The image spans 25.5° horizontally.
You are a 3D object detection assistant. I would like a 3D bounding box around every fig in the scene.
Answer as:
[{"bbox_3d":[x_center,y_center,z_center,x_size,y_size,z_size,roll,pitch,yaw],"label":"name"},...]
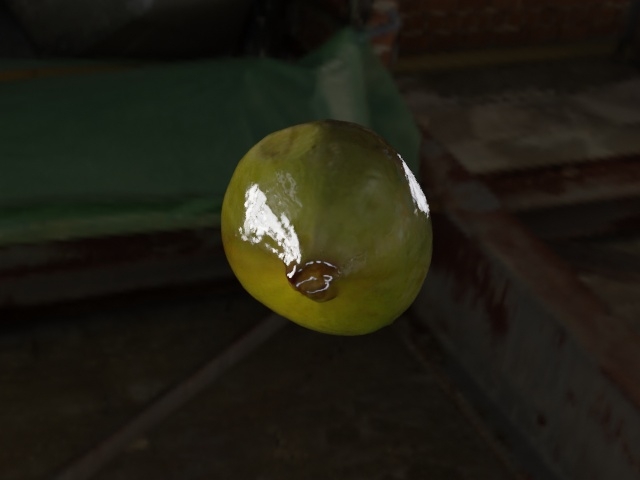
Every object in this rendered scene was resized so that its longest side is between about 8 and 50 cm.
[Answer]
[{"bbox_3d":[0.005,-0.008,0.865,0.136,0.153,0.121,27,-108,3],"label":"fig"}]
